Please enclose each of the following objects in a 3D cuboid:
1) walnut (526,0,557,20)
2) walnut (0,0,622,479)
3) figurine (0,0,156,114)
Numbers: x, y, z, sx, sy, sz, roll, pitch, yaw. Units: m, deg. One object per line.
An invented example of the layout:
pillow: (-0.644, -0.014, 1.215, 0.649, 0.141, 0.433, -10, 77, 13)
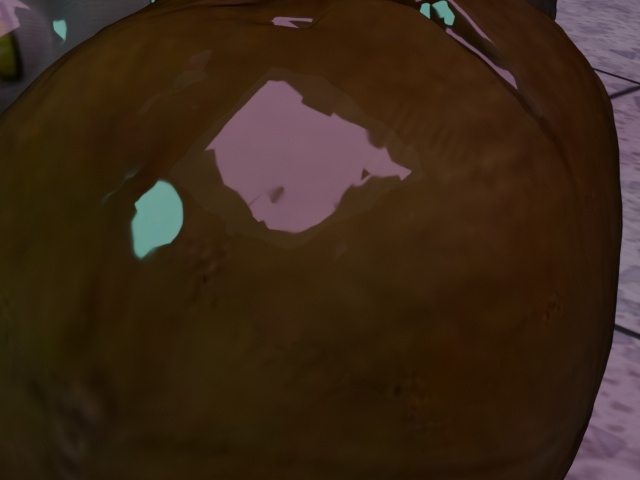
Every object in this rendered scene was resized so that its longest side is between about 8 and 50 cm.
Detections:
walnut: (0.037, -0.156, 0.965, 0.224, 0.224, 0.224, 10, 20, -4)
walnut: (0.000, 0.000, 0.518, 0.203, 0.203, 0.298, 15, 28, 10)
figurine: (-0.194, -0.062, 0.641, 0.370, 0.167, 0.281, -10, 63, -25)
